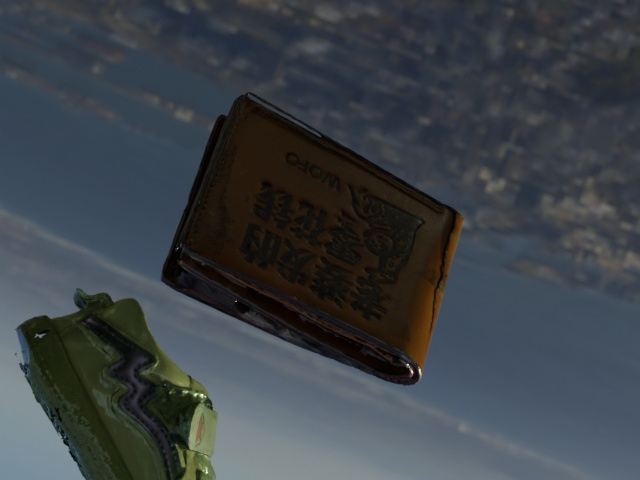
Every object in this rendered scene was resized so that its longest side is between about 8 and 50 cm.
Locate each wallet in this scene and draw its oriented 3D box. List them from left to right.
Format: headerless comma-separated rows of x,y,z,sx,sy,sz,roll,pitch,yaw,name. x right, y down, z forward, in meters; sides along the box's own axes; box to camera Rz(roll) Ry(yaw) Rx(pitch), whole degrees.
0.001,-0.001,1.161,0.195,0.161,0.042,27,142,-10,wallet

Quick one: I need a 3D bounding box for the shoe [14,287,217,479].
-0.135,0.155,1.271,0.262,0.128,0.140,54,180,8,shoe
